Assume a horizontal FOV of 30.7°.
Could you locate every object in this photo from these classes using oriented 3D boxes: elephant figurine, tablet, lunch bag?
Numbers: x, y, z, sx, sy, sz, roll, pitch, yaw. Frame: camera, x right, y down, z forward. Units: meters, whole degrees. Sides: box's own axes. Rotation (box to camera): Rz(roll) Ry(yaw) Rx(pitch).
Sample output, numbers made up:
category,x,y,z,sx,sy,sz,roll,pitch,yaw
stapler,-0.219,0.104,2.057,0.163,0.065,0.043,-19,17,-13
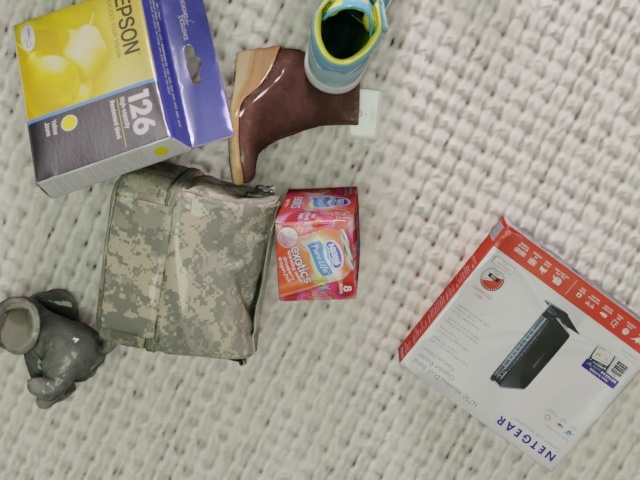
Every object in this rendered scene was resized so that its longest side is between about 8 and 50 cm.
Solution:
category,x,y,z,sx,sy,sz,roll,pitch,yaw
elephant figurine,-0.486,0.152,1.969,0.186,0.169,0.239,-38,84,-19
tablet,0.073,-0.210,1.931,0.054,0.006,0.083,5,103,1
lunch bag,-0.207,0.039,1.891,0.256,0.212,0.305,12,102,5

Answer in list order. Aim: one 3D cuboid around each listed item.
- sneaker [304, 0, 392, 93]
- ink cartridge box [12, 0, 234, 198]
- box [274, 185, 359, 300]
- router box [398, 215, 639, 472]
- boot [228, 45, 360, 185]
category,x,y,z,sx,sy,sz,roll,pitch,yaw
sneaker,0.065,-0.388,1.761,0.127,0.208,0.319,13,87,-3
ink cartridge box,-0.314,-0.251,1.820,0.307,0.072,0.304,-19,64,8
box,0.000,0.000,1.855,0.122,0.257,0.128,-1,104,4
router box,0.353,0.178,1.977,0.335,0.082,0.301,35,102,-7
boot,-0.040,-0.197,1.850,0.206,0.090,0.248,5,68,-3
